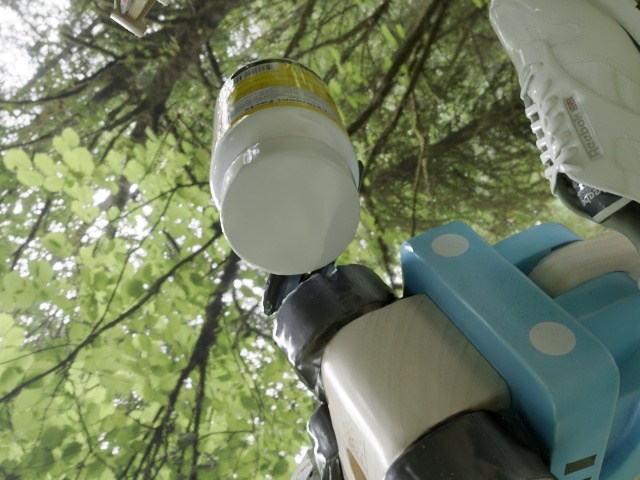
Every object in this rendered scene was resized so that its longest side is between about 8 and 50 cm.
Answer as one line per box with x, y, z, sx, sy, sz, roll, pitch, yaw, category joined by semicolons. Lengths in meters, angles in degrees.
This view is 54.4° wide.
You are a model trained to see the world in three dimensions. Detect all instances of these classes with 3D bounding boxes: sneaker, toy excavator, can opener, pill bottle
0.177;-0.079;0.403;0.235;0.095;0.090;55;-177;18;sneaker
0.204;0.053;0.479;0.222;0.446;0.432;50;157;48;toy excavator
0.000;0.000;0.645;0.059;0.186;0.073;28;-166;8;can opener
-0.032;-0.069;0.521;0.119;0.119;0.208;43;-162;-28;pill bottle

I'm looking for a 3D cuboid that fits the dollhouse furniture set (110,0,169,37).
-0.225;-0.367;0.708;0.174;0.303;0.355;32;-128;-20;dollhouse furniture set

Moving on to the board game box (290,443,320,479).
0.072;0.382;0.693;0.305;0.053;0.193;49;-152;-1;board game box
